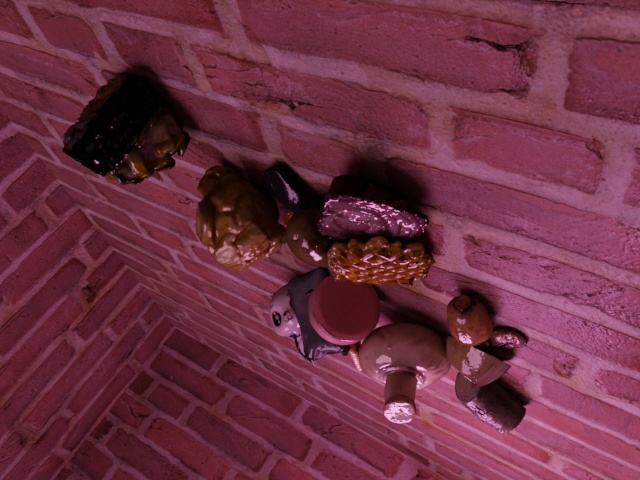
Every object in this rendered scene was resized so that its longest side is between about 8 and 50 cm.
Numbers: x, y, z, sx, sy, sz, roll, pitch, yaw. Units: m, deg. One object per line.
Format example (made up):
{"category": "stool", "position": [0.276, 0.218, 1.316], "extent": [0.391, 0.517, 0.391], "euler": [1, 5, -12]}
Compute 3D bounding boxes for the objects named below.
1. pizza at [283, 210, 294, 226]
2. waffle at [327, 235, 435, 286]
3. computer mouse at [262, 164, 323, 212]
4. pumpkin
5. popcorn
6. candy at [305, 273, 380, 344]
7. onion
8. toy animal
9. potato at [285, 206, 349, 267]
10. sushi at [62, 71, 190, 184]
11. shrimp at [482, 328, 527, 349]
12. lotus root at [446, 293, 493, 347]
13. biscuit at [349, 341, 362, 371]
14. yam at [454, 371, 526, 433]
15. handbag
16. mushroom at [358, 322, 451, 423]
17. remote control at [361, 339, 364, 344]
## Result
{"category": "pizza", "position": [-0.044, -0.025, 1.919], "extent": [0.127, 0.058, 0.246], "euler": [6, 143, 45]}
{"category": "waffle", "position": [0.169, 0.066, 1.657], "extent": [0.302, 0.068, 0.325], "euler": [2, 160, 2]}
{"category": "computer mouse", "position": [-0.087, -0.138, 1.764], "extent": [0.217, 0.073, 0.122], "euler": [42, 152, -11]}
{"category": "pumpkin", "position": [0.483, 0.393, 1.861], "extent": [0.217, 0.110, 0.217], "euler": [25, 179, 0]}
{"category": "popcorn", "position": [-0.258, -0.069, 1.871], "extent": [0.334, 0.294, 0.292], "euler": [-133, 40, -58]}
{"category": "candy", "position": [0.073, 0.226, 1.983], "extent": [0.255, 0.255, 0.094], "euler": [36, 155, 0]}
{"category": "onion", "position": [0.132, -0.083, 1.532], "extent": [0.280, 0.146, 0.314], "euler": [8, 158, -4]}
{"category": "toy animal", "position": [-0.057, 0.302, 2.300], "extent": [0.310, 0.251, 0.251], "euler": [53, 152, -7]}
{"category": "potato", "position": [0.000, 0.000, 1.739], "extent": [0.165, 0.164, 0.262], "euler": [12, 166, 40]}
{"category": "sushi", "position": [-0.601, -0.320, 1.823], "extent": [0.329, 0.327, 0.285], "euler": [-1, 147, 49]}
{"category": "shrimp", "position": [0.546, 0.309, 1.772], "extent": [0.101, 0.042, 0.190], "euler": [31, 154, -6]}
{"category": "lotus root", "position": [0.440, 0.248, 1.717], "extent": [0.125, 0.118, 0.220], "euler": [32, 154, 51]}
{"category": "biscuit", "position": [0.126, 0.340, 2.153], "extent": [0.030, 0.249, 0.160], "euler": [-12, 138, 10]}
{"category": "yam", "position": [0.586, 0.557, 2.026], "extent": [0.254, 0.154, 0.154], "euler": [42, 154, -6]}
{"category": "handbag", "position": [-0.009, 0.268, 2.098], "extent": [0.192, 0.332, 0.075], "euler": [-24, 162, 30]}
{"category": "mushroom", "position": [0.277, 0.403, 1.983], "extent": [0.315, 0.315, 0.356], "euler": [28, -168, 17]}
{"category": "remote control", "position": [0.047, 0.368, 2.471], "extent": [0.313, 0.055, 0.109], "euler": [30, 154, 13]}
